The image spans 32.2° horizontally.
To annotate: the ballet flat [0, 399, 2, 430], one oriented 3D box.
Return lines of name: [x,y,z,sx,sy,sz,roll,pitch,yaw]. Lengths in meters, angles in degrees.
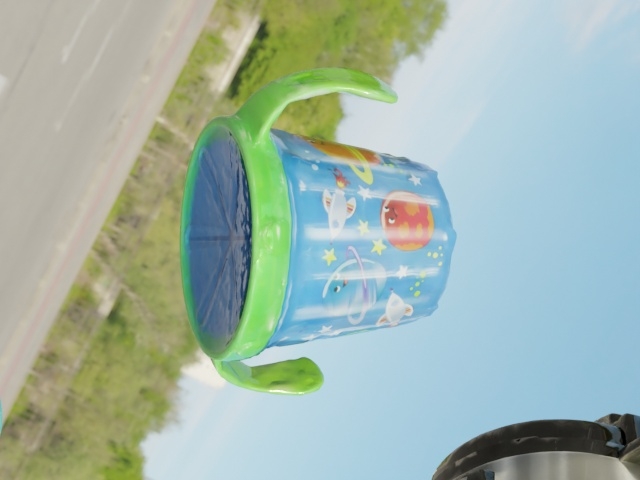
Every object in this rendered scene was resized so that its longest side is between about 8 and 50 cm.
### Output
ballet flat: [-0.493,0.299,1.499,0.083,0.087,0.247,-15,-128,24]

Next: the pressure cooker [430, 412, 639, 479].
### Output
pressure cooker: [0.275,0.412,1.247,0.370,0.375,0.420,-11,-145,20]

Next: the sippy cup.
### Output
sippy cup: [0.000,0.000,1.083,0.305,0.224,0.240,131,-45,-56]
